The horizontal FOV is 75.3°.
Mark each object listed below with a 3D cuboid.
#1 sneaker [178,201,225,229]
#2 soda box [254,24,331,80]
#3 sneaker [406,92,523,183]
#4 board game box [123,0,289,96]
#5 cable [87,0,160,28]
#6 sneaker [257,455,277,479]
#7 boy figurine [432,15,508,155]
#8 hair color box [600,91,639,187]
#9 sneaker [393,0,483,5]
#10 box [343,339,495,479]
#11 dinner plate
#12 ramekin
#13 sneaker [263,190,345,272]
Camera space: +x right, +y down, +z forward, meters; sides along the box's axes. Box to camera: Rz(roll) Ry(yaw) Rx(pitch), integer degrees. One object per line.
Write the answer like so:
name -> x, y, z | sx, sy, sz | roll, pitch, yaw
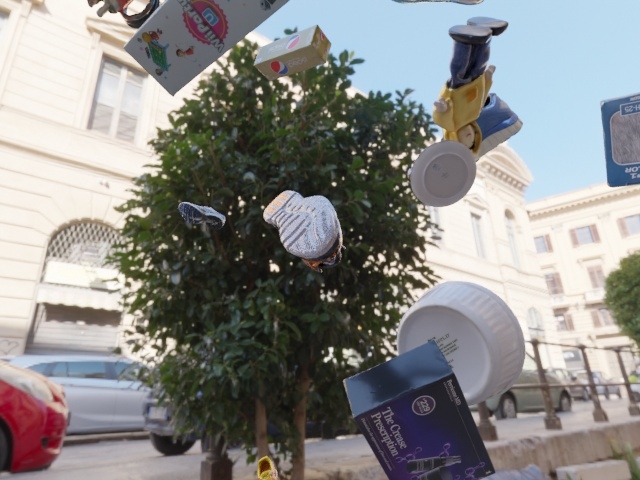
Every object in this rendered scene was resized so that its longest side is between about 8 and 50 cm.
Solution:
sneaker -> -0.327, -0.071, 1.153 | 0.135, 0.058, 0.052 | 24, -68, 0
soda box -> -0.066, -0.432, 0.965 | 0.181, 0.058, 0.061 | 2, -21, 38
sneaker -> 0.341, -0.255, 1.046 | 0.330, 0.147, 0.130 | -37, 5, -11
board game box -> -0.114, -0.367, 0.582 | 0.303, 0.224, 0.097 | -20, -48, 34
cable -> -0.274, -0.452, 0.654 | 0.139, 0.287, 0.072 | 38, -12, -3
sneaker -> -0.133, 0.634, 1.057 | 0.064, 0.067, 0.175 | -26, 24, -12
boy figurine -> 0.294, -0.292, 0.855 | 0.177, 0.092, 0.285 | -32, -42, -25
hair color box -> 0.499, -0.145, 0.521 | 0.347, 0.105, 0.174 | -17, 11, -42
sneaker -> 0.219, -0.418, 0.526 | 0.319, 0.127, 0.208 | -33, 2, -33
box -> 0.181, 0.338, 0.755 | 0.184, 0.103, 0.261 | -27, -68, 1
dinner plate -> 0.255, -0.133, 0.850 | 0.141, 0.141, 0.017 | 0, 21, -6
ramekin -> 0.292, 0.232, 0.910 | 0.273, 0.273, 0.127 | -22, -9, 39
sneaker -> 0.000, 0.000, 0.877 | 0.124, 0.321, 0.180 | -43, -63, -1
